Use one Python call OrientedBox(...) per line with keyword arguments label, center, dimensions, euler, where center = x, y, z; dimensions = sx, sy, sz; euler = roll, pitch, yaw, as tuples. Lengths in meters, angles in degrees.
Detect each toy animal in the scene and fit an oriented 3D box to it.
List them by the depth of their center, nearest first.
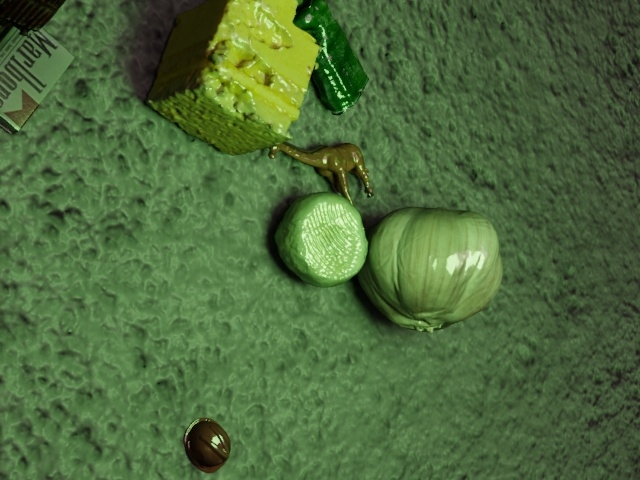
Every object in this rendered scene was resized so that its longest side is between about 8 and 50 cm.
OrientedBox(label="toy animal", center=(0.005, -0.155, 2.144), dimensions=(0.224, 0.066, 0.230), euler=(-41, 106, -39))

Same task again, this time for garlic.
OrientedBox(label="garlic", center=(0.225, 0.062, 2.156), dimensions=(0.317, 0.317, 0.259), euler=(21, 76, -37))

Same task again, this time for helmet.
OrientedBox(label="helmet", center=(-0.196, 0.384, 1.933), dimensions=(0.089, 0.057, 0.111), euler=(-49, 116, -34))

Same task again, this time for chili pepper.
OrientedBox(label="chili pepper", center=(0.001, -0.406, 2.143), dimensions=(0.136, 0.099, 0.270), euler=(-48, 121, -22))

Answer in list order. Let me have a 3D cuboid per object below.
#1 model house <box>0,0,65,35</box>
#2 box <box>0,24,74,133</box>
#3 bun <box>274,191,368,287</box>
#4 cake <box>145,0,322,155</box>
OrientedBox(label="model house", center=(-0.501, -0.489, 1.603), dimensions=(0.317, 0.282, 0.297), euler=(23, 72, -37))
OrientedBox(label="box", center=(-0.507, -0.282, 1.742), dimensions=(0.115, 0.036, 0.177), euler=(45, 60, -29))
OrientedBox(label="bun", center=(0.000, 0.000, 2.093), dimensions=(0.195, 0.118, 0.195), euler=(4, 82, -31))
OrientedBox(label="cake", center=(-0.149, -0.337, 1.926), dimensions=(0.222, 0.227, 0.286), euler=(30, 68, -34))
